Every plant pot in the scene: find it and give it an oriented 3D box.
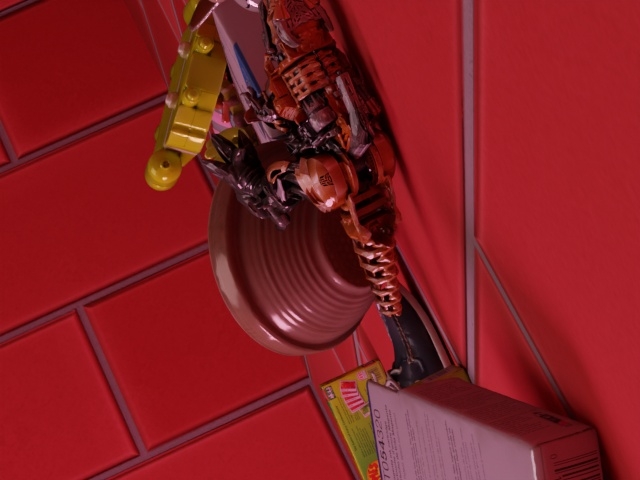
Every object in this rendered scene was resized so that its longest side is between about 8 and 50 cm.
[{"bbox_3d":[0.000,0.000,2.006,0.109,0.237,0.237,-14,104,42],"label":"plant pot"}]

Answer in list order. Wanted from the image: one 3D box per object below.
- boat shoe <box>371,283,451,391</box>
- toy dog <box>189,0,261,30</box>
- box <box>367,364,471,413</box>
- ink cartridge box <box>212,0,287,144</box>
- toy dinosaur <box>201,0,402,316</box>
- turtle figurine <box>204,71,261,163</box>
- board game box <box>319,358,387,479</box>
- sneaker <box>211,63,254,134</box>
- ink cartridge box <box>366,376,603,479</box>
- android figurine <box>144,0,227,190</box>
[{"bbox_3d":[0.113,0.170,2.070,0.095,0.079,0.255,160,86,-84],"label":"boat shoe"},{"bbox_3d":[-0.145,-0.331,1.917,0.334,0.161,0.220,-126,14,-70],"label":"toy dog"},{"bbox_3d":[0.135,0.235,1.988,0.178,0.109,0.042,66,170,-8],"label":"box"},{"bbox_3d":[-0.048,-0.177,2.091,0.191,0.082,0.140,79,165,-61],"label":"ink cartridge box"},{"bbox_3d":[0.000,-0.080,1.814,0.218,0.164,0.322,-177,83,-65],"label":"toy dinosaur"},{"bbox_3d":[-0.074,-0.077,2.261,0.217,0.087,0.270,-56,-47,-82],"label":"turtle figurine"},{"bbox_3d":[0.078,0.273,2.704,0.043,0.092,0.181,-177,63,-84],"label":"board game box"},{"bbox_3d":[-0.088,-0.149,2.397,0.319,0.112,0.131,63,176,9],"label":"sneaker"},{"bbox_3d":[0.157,0.292,1.633,0.330,0.071,0.324,-163,61,-68],"label":"ink cartridge box"},{"bbox_3d":[-0.158,-0.183,2.245,0.273,0.056,0.248,161,123,-80],"label":"android figurine"}]
